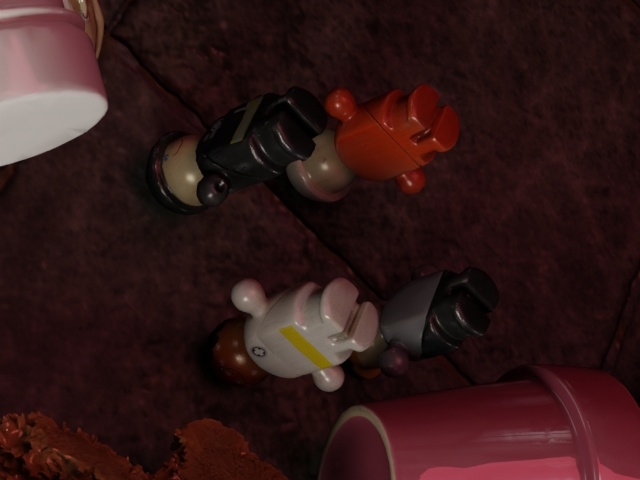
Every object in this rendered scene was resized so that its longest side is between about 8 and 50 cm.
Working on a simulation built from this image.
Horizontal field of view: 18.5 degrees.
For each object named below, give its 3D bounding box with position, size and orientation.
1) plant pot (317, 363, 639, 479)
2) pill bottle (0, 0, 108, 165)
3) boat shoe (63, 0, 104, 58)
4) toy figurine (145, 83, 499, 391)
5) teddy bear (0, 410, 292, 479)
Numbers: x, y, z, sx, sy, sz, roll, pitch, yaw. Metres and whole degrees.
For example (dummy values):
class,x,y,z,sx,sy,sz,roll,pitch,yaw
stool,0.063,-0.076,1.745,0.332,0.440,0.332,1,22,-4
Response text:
class,x,y,z,sx,sy,sz,roll,pitch,yaw
plant pot,0.103,0.180,1.333,0.180,0.201,0.201,6,65,-24
pill bottle,-0.177,-0.153,0.891,0.131,0.131,0.229,-8,76,-44
boat shoe,-0.229,-0.239,1.289,0.103,0.113,0.302,-16,92,-47
toy figurine,0.000,0.000,1.358,0.213,0.148,0.209,-8,81,-47
teddy bear,-0.127,0.210,1.112,0.245,0.113,0.338,35,24,1
